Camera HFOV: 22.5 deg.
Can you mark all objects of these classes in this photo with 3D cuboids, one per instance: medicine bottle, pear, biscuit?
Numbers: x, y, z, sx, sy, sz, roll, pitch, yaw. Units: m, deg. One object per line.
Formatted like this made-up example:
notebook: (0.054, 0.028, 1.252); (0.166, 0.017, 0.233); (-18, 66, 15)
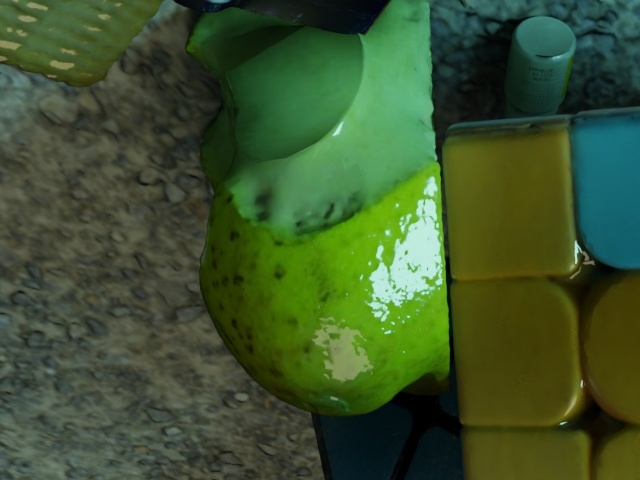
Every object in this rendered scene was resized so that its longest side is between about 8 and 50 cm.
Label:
medicine bottle: (0.160, -0.122, 1.188); (0.047, 0.047, 0.083); (-9, 143, -8)
pear: (0.000, 0.000, 1.093); (0.176, 0.281, 0.286); (-6, 145, 3)
biscuit: (-0.206, -0.189, 0.993); (0.254, 0.029, 0.172); (18, 132, -37)

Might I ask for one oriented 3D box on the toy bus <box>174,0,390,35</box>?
toy bus: (-0.136, -0.203, 0.899); (0.409, 0.092, 0.093); (10, 138, -30)

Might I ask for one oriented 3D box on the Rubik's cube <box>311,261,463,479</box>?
Rubik's cube: (0.165, 0.186, 1.419); (0.260, 0.259, 0.255); (-38, 136, 26)

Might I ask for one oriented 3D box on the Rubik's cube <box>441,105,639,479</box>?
Rubik's cube: (0.277, 0.059, 1.067); (0.291, 0.291, 0.290); (-4, 179, 35)
